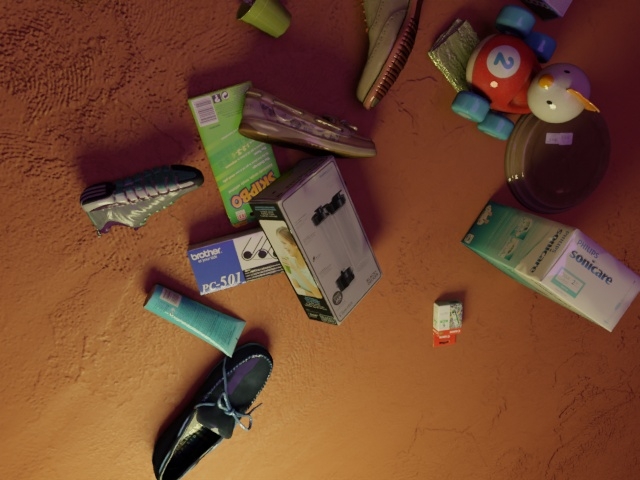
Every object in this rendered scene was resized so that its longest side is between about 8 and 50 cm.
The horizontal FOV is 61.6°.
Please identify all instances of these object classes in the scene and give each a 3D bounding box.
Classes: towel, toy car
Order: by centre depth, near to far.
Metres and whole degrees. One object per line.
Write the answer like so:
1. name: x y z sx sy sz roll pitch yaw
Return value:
1. toy car: 0.424 -0.301 1.037 0.210 0.238 0.219 17 103 -44
2. towel: 0.299 -0.375 1.118 0.110 0.027 0.148 -47 110 -2

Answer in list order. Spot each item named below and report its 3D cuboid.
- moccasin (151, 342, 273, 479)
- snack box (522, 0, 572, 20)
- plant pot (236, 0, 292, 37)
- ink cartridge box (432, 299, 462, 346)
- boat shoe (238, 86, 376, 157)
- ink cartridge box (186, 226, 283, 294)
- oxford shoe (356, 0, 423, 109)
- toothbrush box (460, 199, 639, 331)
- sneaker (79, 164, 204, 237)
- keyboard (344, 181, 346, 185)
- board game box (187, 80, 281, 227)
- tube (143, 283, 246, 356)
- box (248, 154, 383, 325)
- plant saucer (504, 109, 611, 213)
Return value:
1. moccasin: -0.211 0.374 1.118 0.138 0.117 0.342 36 92 -21
2. snack box: 0.406 -0.615 1.069 0.322 0.060 0.187 29 94 -20
3. plant pot: -0.097 -0.414 0.977 0.079 0.083 0.083 29 95 -33
4. ink cartridge box: 0.299 0.200 1.263 0.063 0.029 0.115 -5 105 -15
5. boat shoe: -0.012 -0.215 1.023 0.285 0.105 0.089 9 89 -30
6. ink cartridge box: -0.151 0.033 1.074 0.207 0.046 0.097 -15 107 -4
7. oxford shoe: 0.127 -0.429 1.030 0.130 0.123 0.348 23 100 8
8. toothbrush box: 0.475 0.042 1.131 0.216 0.295 0.126 31 94 -21
9. sneaker: -0.324 -0.074 1.008 0.224 0.083 0.098 -13 128 -7
10. keyboard: -0.027 -0.060 1.110 0.108 0.023 0.180 24 96 -20
11. board game box: -0.154 -0.163 1.042 0.124 0.039 0.259 -20 106 -10
12. tube: -0.252 0.157 1.086 0.207 0.052 0.080 32 65 -20
13. box: 0.000 0.000 1.046 0.169 0.087 0.289 -45 123 -33
14. plant saucer: 0.553 -0.193 1.230 0.278 0.041 0.277 -4 105 -14
